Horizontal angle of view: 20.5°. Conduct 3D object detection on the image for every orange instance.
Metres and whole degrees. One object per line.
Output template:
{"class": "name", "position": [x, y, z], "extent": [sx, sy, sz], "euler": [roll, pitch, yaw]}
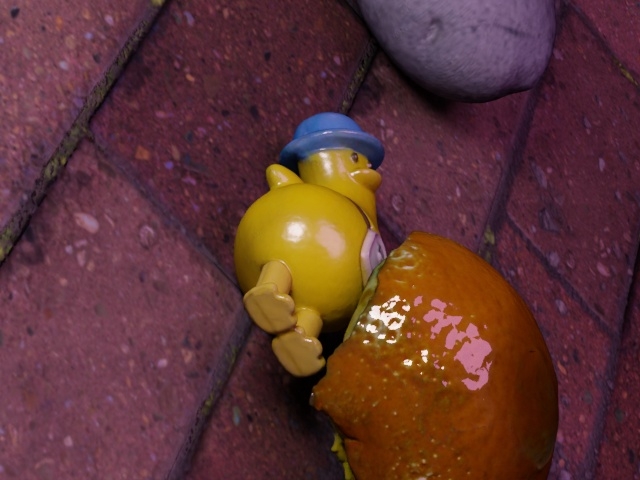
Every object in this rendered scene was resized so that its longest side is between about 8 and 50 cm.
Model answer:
{"class": "orange", "position": [0.128, 0.153, 1.708], "extent": [0.262, 0.196, 0.335], "euler": [-41, 119, -69]}

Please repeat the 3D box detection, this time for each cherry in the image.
{"class": "cherry", "position": [0.161, -0.301, 2.091], "extent": [0.296, 0.218, 0.255], "euler": [63, 29, -7]}

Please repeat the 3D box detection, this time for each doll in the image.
{"class": "doll", "position": [0.000, 0.000, 1.772], "extent": [0.199, 0.145, 0.363], "euler": [62, 26, -23]}
